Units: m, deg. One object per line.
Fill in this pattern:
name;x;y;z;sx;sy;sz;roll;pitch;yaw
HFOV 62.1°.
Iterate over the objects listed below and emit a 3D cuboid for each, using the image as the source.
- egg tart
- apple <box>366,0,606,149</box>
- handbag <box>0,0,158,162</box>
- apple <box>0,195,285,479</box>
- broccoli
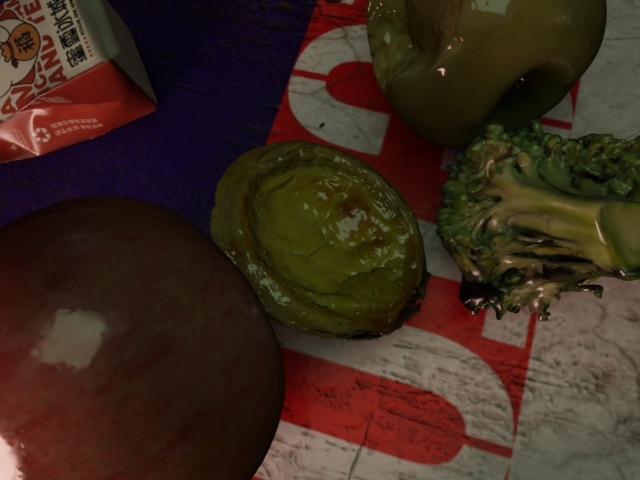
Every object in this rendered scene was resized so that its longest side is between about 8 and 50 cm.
egg tart;0.000;0.000;0.635;0.279;0.095;0.278;11;56;-17
apple;0.189;-0.253;0.639;0.279;0.279;0.279;-2;72;5
handbag;-0.406;-0.219;0.745;0.298;0.151;0.171;-24;76;2
apple;-0.175;0.117;0.510;0.270;0.345;0.344;-20;71;-5
broccoli;0.256;-0.004;0.554;0.263;0.243;0.247;36;94;-4
